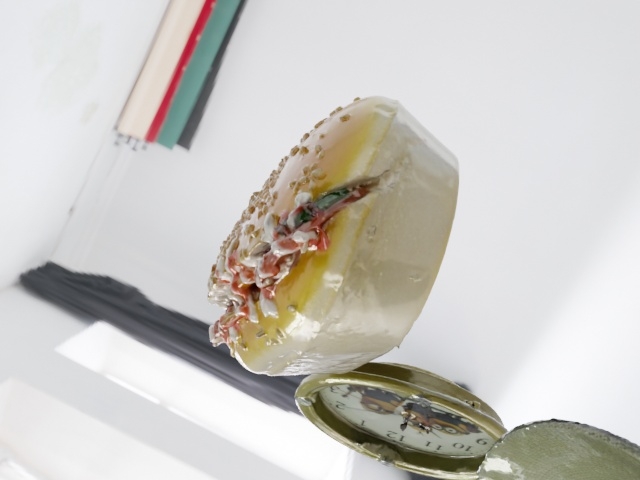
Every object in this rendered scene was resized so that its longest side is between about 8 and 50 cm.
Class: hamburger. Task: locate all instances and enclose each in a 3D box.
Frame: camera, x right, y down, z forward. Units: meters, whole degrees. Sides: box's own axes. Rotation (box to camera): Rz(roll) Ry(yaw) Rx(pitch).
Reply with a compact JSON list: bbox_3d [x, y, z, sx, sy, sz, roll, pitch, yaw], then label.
[{"bbox_3d":[0.000,0.000,0.690,0.295,0.151,0.227,127,165,-64],"label":"hamburger"}]

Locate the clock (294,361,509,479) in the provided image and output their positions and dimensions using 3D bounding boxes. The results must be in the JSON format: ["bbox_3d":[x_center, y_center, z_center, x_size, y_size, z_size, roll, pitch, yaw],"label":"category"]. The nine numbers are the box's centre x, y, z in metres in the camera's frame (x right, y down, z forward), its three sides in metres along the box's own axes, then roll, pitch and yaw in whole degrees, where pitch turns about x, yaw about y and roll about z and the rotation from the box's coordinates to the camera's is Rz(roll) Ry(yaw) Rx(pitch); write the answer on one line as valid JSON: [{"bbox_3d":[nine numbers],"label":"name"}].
[{"bbox_3d":[0.090,0.176,0.832,0.237,0.237,0.057,114,177,-60],"label":"clock"}]

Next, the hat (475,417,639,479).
[{"bbox_3d":[0.214,0.190,0.439,0.130,0.257,0.257,-22,-23,-27],"label":"hat"}]
